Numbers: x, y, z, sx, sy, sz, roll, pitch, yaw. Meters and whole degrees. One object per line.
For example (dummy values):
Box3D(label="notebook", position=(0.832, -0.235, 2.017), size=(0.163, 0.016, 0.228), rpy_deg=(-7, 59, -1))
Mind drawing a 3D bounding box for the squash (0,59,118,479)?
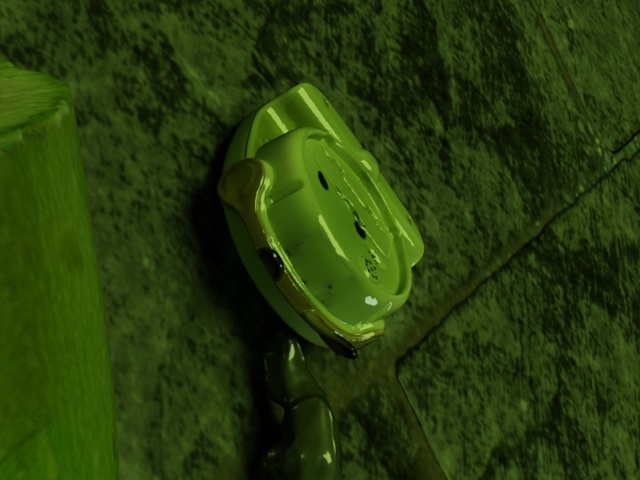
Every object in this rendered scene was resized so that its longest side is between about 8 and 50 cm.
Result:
Box3D(label="squash", position=(-0.207, 0.081, 0.796), size=(0.233, 0.210, 0.309), rpy_deg=(-35, 128, -58))

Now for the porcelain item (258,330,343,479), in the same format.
Box3D(label="porcelain item", position=(-0.004, 0.160, 1.024), size=(0.081, 0.069, 0.216), rpy_deg=(47, 28, -69))

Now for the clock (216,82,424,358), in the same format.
Box3D(label="clock", position=(0.000, 0.000, 1.086), size=(0.170, 0.069, 0.232), rpy_deg=(54, 21, -18))
